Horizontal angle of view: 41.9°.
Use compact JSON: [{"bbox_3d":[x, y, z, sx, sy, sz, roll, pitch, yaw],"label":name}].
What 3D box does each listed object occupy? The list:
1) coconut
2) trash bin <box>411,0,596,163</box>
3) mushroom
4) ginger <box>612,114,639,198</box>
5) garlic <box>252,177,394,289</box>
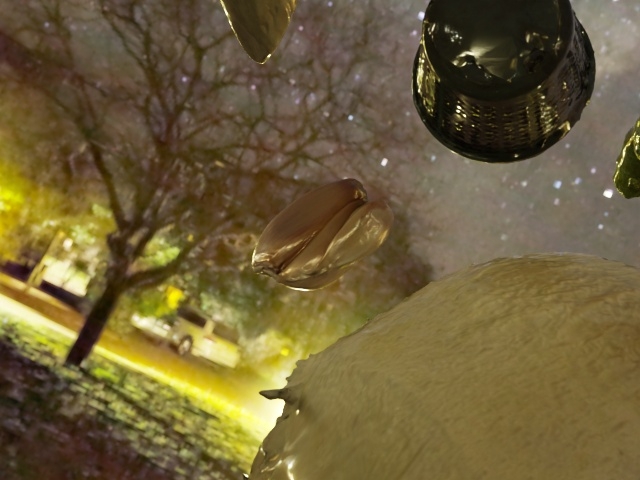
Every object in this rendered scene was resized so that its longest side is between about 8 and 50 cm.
[{"bbox_3d":[0.138,0.186,0.523,0.360,0.347,0.346,-19,18,-29],"label":"coconut"},{"bbox_3d":[0.160,-0.167,0.738,0.175,0.176,0.161,24,0,13],"label":"trash bin"},{"bbox_3d":[-0.080,-0.378,0.963,0.128,0.128,0.350,18,-52,45],"label":"mushroom"},{"bbox_3d":[0.486,-0.145,1.198,0.089,0.137,0.290,7,-8,3],"label":"ginger"},{"bbox_3d":[0.000,0.000,1.345,0.110,0.228,0.217,59,-2,-31],"label":"garlic"}]
